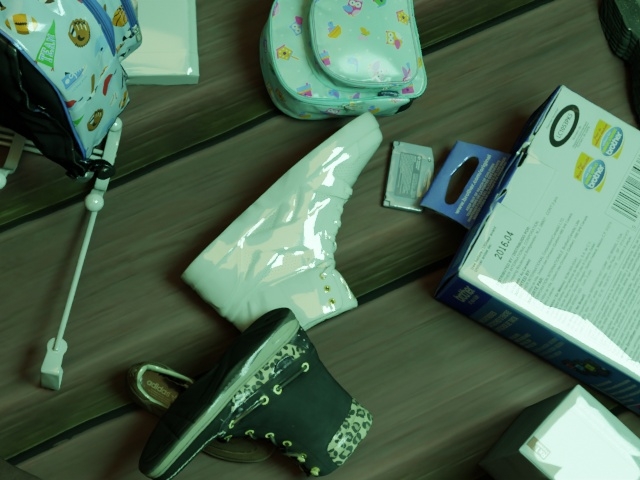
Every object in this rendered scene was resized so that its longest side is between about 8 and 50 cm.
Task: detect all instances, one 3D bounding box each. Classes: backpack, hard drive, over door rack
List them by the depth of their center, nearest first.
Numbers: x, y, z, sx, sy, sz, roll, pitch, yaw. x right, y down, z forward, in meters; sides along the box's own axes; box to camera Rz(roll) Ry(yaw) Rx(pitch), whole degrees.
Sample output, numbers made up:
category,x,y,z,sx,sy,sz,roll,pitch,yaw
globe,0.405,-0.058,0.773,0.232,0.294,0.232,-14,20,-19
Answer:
category,x,y,z,sx,sy,sz,roll,pitch,yaw
backpack,-0.317,-0.223,1.445,0.276,0.263,0.213,26,77,8
over door rack,-0.370,-0.014,1.554,0.239,0.108,0.324,13,75,-3
backpack,0.024,-0.228,1.637,0.188,0.144,0.166,-7,83,-6
hard drive,-0.255,-0.339,1.681,0.203,0.040,0.307,-2,77,-7

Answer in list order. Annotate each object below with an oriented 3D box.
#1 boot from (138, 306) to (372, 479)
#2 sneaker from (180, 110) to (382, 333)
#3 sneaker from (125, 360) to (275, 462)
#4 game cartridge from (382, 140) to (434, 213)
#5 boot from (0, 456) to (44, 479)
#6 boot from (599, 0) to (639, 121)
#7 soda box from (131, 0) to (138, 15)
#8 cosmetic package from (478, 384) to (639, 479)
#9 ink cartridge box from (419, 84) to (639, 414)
category,x,y,z,sx,sy,sz,roll,pitch,yaw
boot,-0.064,0.212,1.507,0.236,0.085,0.178,-47,112,-16
sneaker,0.000,0.000,1.603,0.292,0.108,0.169,-44,87,-5
sneaker,-0.135,0.194,1.550,0.188,0.071,0.066,25,75,0
game cartridge,0.108,-0.076,1.674,0.056,0.017,0.083,11,76,-1
boot,-0.442,0.302,1.476,0.207,0.090,0.248,34,71,4
boot,0.461,-0.226,1.710,0.161,0.083,0.246,-13,69,-10
soda box,-0.304,-0.293,1.613,0.183,0.058,0.063,32,75,2
cosmetic package,0.266,0.242,1.501,0.127,0.238,0.107,43,76,4
ink cartridge box,0.317,0.009,1.609,0.395,0.151,0.270,31,74,0
